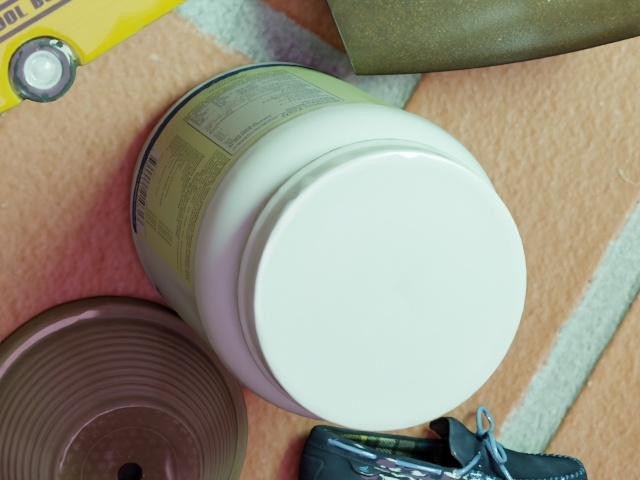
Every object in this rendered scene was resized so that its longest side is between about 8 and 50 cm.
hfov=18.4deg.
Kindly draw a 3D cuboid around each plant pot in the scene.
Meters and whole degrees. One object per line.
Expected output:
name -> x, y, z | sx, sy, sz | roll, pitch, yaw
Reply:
plant pot -> -0.164, 0.170, 1.589 | 0.237, 0.110, 0.237 | -4, 104, -18
plant pot -> 0.115, -0.221, 1.549 | 0.230, 0.215, 0.215 | -21, 109, 2

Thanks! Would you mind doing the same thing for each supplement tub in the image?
supplement tub -> 0.000, 0.000, 1.484 | 0.235, 0.325, 0.235 | -4, 104, -17

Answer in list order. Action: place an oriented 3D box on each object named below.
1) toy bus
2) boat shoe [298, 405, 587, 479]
toy bus -> -0.185, -0.203, 1.493 | 0.332, 0.108, 0.130 | -33, 109, -7
boat shoe -> 0.111, 0.194, 1.687 | 0.258, 0.109, 0.089 | 0, 100, -20
